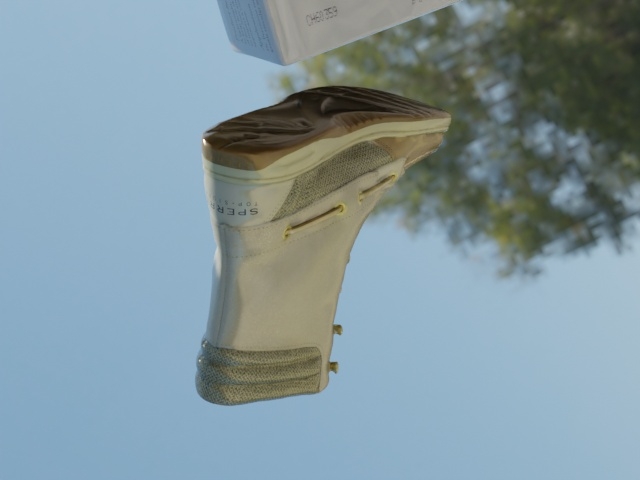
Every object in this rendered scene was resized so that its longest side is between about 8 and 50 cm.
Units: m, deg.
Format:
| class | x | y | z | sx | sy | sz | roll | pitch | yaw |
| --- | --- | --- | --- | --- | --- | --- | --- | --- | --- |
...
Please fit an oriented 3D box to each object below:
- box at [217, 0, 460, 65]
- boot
| class | x | y | z | sx | sy | sz | roll | pitch | yaw |
| --- | --- | --- | --- | --- | --- | --- | --- | --- | --- |
| box | 0.003 | -0.254 | 1.478 | 0.119 | 0.182 | 0.181 | 28 | 137 | 63 |
| boot | 0.000 | 0.000 | 1.102 | 0.213 | 0.077 | 0.165 | -22 | -59 | -54 |
